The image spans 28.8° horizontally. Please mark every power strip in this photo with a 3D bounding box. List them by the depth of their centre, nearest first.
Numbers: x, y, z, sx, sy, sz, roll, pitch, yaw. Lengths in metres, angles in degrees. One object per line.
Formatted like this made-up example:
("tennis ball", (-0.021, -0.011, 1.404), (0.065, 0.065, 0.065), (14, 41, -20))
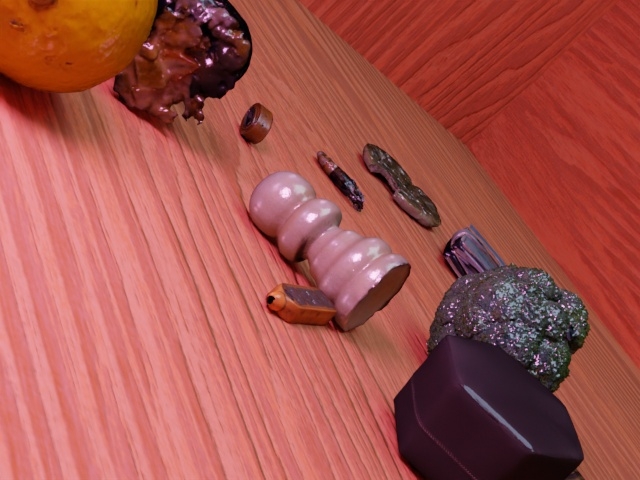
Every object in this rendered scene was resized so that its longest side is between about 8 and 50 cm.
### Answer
("power strip", (-0.029, 0.082, 1.626), (0.049, 0.028, 0.178), (52, 15, 19))

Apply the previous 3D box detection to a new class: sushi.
("sushi", (-0.215, -0.290, 1.780), (0.213, 0.200, 0.204), (36, 17, -23))

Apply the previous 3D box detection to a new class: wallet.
("wallet", (0.346, 0.058, 2.738), (0.176, 0.075, 0.250), (52, 14, -1))

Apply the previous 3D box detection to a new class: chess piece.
("chess piece", (0.000, 0.000, 1.764), (0.243, 0.133, 0.133), (45, 13, 18))

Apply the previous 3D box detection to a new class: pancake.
("pancake", (0.185, -0.121, 2.840), (0.253, 0.037, 0.253), (44, 14, -14))

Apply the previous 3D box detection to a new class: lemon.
("lemon", (-0.302, -0.283, 1.437), (0.236, 0.236, 0.263), (50, 1, 14))

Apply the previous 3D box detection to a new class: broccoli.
("broccoli", (0.301, 0.169, 1.976), (0.270, 0.270, 0.270), (-115, -172, -53))

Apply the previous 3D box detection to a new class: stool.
("stool", (0.208, 0.238, 1.579), (0.232, 0.141, 0.232), (31, 23, -15))

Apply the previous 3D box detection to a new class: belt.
("belt", (-0.112, -0.200, 2.129), (0.036, 0.059, 0.083), (39, 26, -24))

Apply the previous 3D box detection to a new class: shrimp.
("shrimp", (0.049, -0.115, 2.420), (0.161, 0.034, 0.091), (53, 14, 30))

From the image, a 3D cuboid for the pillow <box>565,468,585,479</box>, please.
("pillow", (0.369, 0.368, 1.943), (0.212, 0.052, 0.208), (53, 11, 21))
